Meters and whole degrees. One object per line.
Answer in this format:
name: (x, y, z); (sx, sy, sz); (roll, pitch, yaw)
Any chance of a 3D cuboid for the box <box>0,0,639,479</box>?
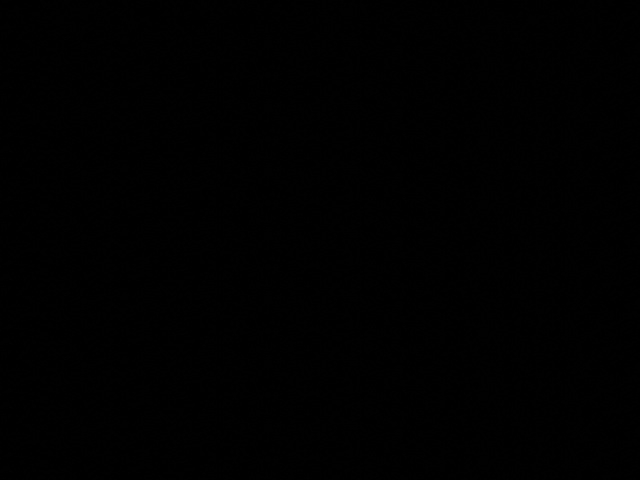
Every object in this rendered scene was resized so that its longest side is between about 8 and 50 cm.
box: (0.001, 0.103, 0.234); (0.480, 0.297, 0.471); (-2, 126, 26)
